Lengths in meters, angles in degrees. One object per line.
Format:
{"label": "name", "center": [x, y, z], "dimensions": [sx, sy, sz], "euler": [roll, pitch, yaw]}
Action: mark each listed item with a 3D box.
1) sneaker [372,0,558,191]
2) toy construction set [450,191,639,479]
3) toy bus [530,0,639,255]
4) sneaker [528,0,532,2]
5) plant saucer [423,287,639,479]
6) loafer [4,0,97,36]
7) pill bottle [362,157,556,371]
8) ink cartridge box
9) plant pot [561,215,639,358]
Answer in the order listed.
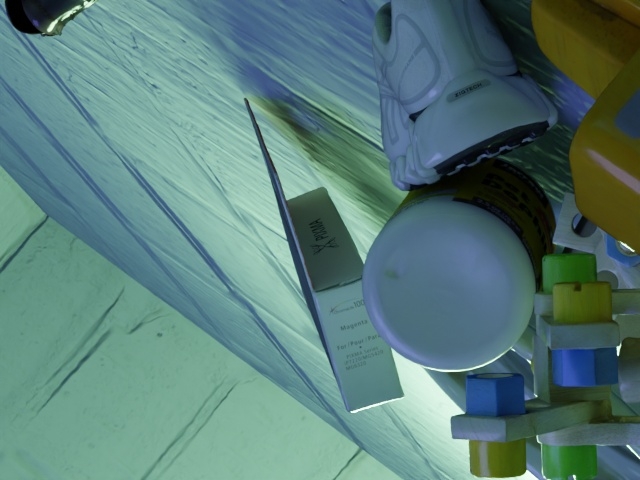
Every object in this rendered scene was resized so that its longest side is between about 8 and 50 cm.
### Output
{"label": "sneaker", "center": [0.082, -0.102, 1.216], "dimensions": [0.292, 0.110, 0.118], "euler": [127, 119, -86]}
{"label": "toy construction set", "center": [0.202, 0.052, 1.053], "dimensions": [0.328, 0.215, 0.151], "euler": [-51, -44, -69]}
{"label": "toy bus", "center": [0.232, -0.021, 0.866], "dimensions": [0.332, 0.130, 0.108], "euler": [36, 169, 22]}
{"label": "sneaker", "center": [0.076, -0.165, 1.032], "dimensions": [0.166, 0.065, 0.076], "euler": [32, 171, 46]}
{"label": "plant saucer", "center": [0.226, 0.136, 1.633], "dimensions": [0.400, 0.100, 0.400], "euler": [41, 169, 10]}
{"label": "loafer", "center": [-0.286, -0.250, 1.888], "dimensions": [0.109, 0.095, 0.302], "euler": [44, 169, -17]}
{"label": "pill bottle", "center": [0.104, 0.007, 1.332], "dimensions": [0.117, 0.117, 0.215], "euler": [40, -161, -1]}
{"label": "ink cartridge box", "center": [0.000, 0.000, 1.771], "dimensions": [0.275, 0.060, 0.239], "euler": [-114, 8, -70]}
{"label": "plant pot", "center": [0.207, 0.026, 1.260], "dimensions": [0.109, 0.096, 0.109], "euler": [40, 170, 5]}
